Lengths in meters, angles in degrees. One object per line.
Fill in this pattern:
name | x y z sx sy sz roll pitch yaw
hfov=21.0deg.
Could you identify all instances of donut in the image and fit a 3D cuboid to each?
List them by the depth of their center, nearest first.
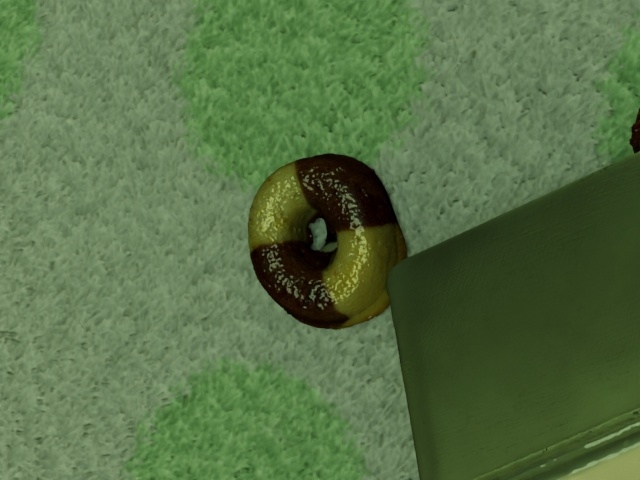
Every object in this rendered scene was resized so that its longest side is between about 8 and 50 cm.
donut | 0.000 0.000 1.764 0.166 0.073 0.184 -9 84 18

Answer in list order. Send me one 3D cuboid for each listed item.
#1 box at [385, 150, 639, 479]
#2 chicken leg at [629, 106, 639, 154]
box | 0.250 0.119 1.550 0.352 0.177 0.344 -25 40 14
chicken leg | 0.346 -0.106 1.683 0.093 0.053 0.205 12 99 -7
